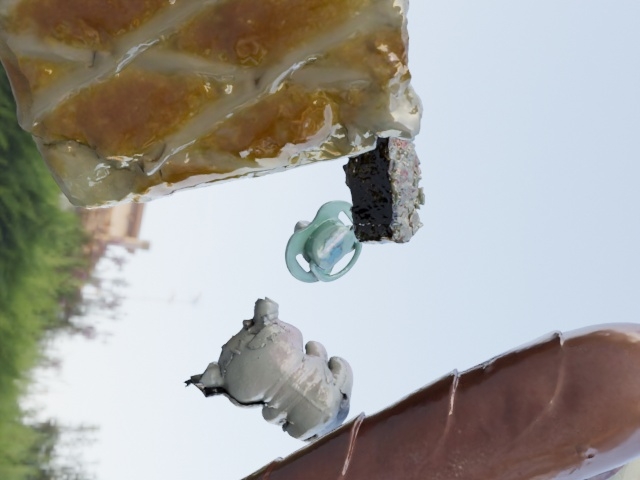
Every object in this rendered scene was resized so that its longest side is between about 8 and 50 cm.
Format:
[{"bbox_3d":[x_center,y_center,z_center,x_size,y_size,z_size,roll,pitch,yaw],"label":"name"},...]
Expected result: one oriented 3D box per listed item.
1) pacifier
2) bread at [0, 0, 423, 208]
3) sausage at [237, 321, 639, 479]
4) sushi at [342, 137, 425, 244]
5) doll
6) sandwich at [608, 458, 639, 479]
[{"bbox_3d":[0.000,0.000,1.417,0.150,0.127,0.116,-51,-147,-6],"label":"pacifier"},{"bbox_3d":[-0.123,-0.248,0.835,0.279,0.390,0.371,-92,172,-69],"label":"bread"},{"bbox_3d":[0.023,0.151,0.508,0.433,0.088,0.088,-29,-133,16],"label":"sausage"},{"bbox_3d":[0.081,-0.070,1.078,0.078,0.090,0.150,-2,-87,32],"label":"sushi"},{"bbox_3d":[-0.051,0.171,1.080,0.149,0.192,0.095,-55,-177,0],"label":"doll"},{"bbox_3d":[0.422,0.290,1.164,0.113,0.079,0.163,-50,-174,27],"label":"sandwich"}]
